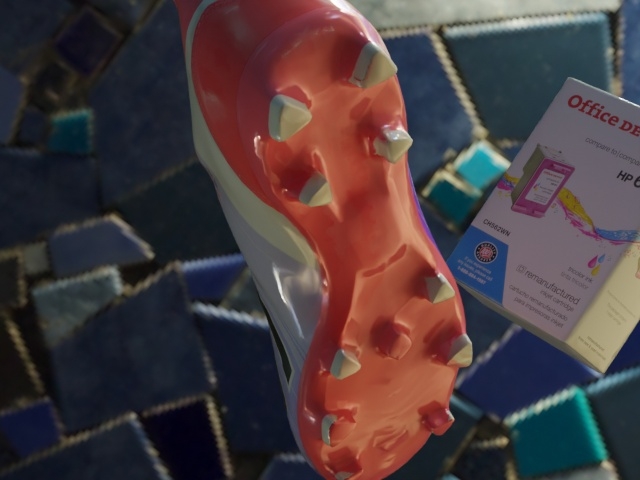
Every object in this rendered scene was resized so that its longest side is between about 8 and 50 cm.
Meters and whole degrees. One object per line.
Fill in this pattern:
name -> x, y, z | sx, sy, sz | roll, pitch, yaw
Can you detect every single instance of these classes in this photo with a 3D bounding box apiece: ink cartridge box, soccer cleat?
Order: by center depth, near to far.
soccer cleat -> 0.000, 0.000, 0.559 | 0.083, 0.095, 0.248 | -29, -44, -15
ink cartridge box -> 0.133, -0.010, 0.712 | 0.122, 0.088, 0.052 | -56, -42, -3
